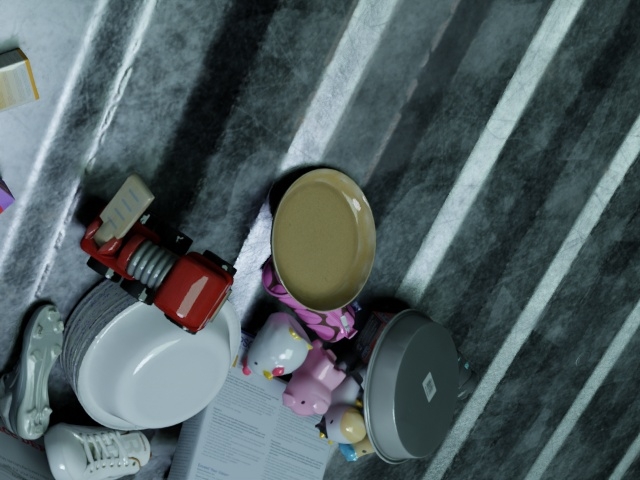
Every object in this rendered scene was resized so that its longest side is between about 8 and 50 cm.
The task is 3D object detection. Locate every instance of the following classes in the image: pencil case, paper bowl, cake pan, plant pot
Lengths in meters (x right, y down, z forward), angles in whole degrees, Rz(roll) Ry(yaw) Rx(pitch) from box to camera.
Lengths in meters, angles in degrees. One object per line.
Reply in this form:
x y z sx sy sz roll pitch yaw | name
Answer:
-0.015 0.100 1.859 0.095 0.098 0.209 -46 137 2 | pencil case
-0.258 0.183 1.704 0.284 0.148 0.284 -19 132 -23 | paper bowl
0.179 0.275 2.002 0.293 0.054 0.293 -8 100 -55 | cake pan
0.000 0.000 1.768 0.236 0.032 0.236 0 89 -44 | plant pot

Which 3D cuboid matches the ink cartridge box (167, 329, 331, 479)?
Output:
-0.112 0.361 1.932 0.324 0.071 0.330 32 64 -41 | ink cartridge box

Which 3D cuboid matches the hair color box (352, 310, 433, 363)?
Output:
0.153 0.195 2.098 0.167 0.053 0.093 10 116 -41 | hair color box

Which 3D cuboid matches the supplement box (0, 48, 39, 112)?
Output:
-0.415 -0.196 1.358 0.098 0.036 0.062 -24 134 -21 | supplement box

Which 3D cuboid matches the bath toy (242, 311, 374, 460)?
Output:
-0.011 0.267 1.915 0.129 0.151 0.348 -39 127 8 | bath toy

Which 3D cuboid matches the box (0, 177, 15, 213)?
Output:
-0.556 -0.071 1.335 0.201 0.057 0.293 -42 138 -1 | box

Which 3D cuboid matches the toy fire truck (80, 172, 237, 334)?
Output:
-0.229 0.015 1.480 0.158 0.217 0.246 -56 174 -1 | toy fire truck

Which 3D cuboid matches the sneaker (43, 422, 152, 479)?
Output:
-0.349 0.332 1.719 0.123 0.106 0.290 -20 167 3 | sneaker

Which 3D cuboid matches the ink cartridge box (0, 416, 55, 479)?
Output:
-0.457 0.444 1.571 0.166 0.395 0.285 -41 140 1 | ink cartridge box

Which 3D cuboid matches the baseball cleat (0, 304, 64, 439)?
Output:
-0.450 0.195 1.622 0.072 0.109 0.206 14 84 -55 | baseball cleat

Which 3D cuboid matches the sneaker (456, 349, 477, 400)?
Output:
0.194 0.316 2.217 0.267 0.101 0.106 -33 115 -11 | sneaker
